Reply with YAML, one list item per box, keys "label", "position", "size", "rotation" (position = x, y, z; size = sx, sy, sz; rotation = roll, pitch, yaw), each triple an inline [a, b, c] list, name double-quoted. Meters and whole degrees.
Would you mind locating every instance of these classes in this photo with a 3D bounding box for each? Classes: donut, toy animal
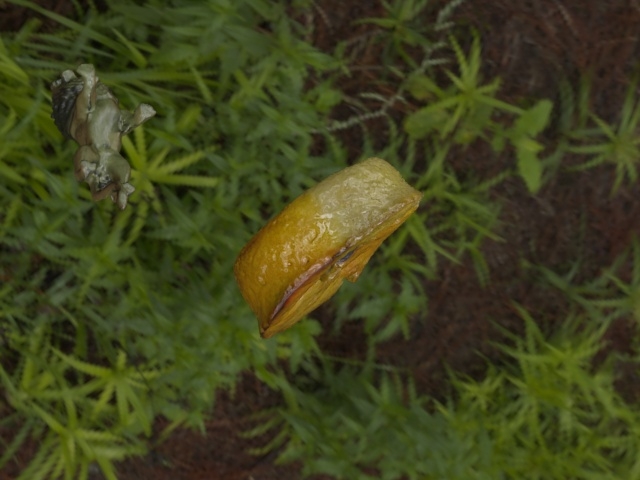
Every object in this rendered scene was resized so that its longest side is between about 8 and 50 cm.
- label: "donut"
  position: [0.000, -0.001, 1.153]
  size: [0.174, 0.074, 0.190]
  rotation: [-29, 166, -45]
- label: "toy animal"
  position: [-0.176, -0.087, 1.083]
  size: [0.069, 0.219, 0.086]
  rotation: [15, 116, -26]
